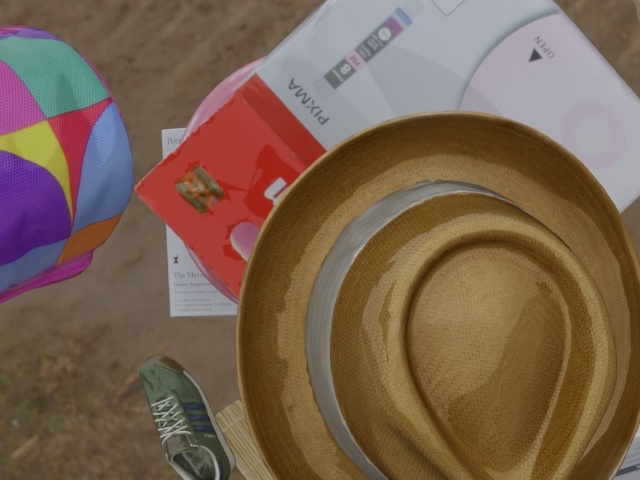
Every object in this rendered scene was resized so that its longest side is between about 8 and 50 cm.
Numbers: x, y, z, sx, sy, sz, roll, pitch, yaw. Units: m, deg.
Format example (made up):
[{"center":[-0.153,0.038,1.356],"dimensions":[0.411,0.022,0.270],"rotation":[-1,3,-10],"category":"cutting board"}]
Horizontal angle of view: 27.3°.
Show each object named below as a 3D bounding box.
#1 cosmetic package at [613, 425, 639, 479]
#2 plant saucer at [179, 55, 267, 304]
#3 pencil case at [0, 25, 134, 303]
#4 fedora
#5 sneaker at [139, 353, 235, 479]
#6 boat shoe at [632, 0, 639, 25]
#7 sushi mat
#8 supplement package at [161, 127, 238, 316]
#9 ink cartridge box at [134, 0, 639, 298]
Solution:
[{"center":[0.325,0.184,1.273],"dimensions":[0.138,0.224,0.224],"rotation":[-23,33,21],"category":"cosmetic package"},{"center":[-0.009,-0.058,1.541],"dimensions":[0.332,0.332,0.084],"rotation":[-26,8,3],"category":"plant saucer"},{"center":[-0.161,0.001,0.403],"dimensions":[0.104,0.104,0.236],"rotation":[1,19,33],"category":"pencil case"},{"center":[0.060,0.046,0.515],"dimensions":[0.194,0.194,0.079],"rotation":[-33,11,-7],"category":"fedora"},{"center":[-0.173,0.240,1.665],"dimensions":[0.064,0.192,0.086],"rotation":[-26,13,18],"category":"sneaker"},{"center":[0.409,-0.275,1.490],"dimensions":[0.109,0.098,0.302],"rotation":[-2,36,-13],"category":"boat shoe"},{"center":[-0.019,0.342,1.828],"dimensions":[0.151,0.019,0.316],"rotation":[-23,65,-41],"category":"sushi mat"},{"center":[-0.119,-0.027,1.734],"dimensions":[0.139,0.244,0.134],"rotation":[-3,2,16],"category":"supplement package"},{"center":[0.045,-0.039,0.710],"dimensions":[0.232,0.189,0.066],"rotation":[-43,8,0],"category":"ink cartridge box"}]
